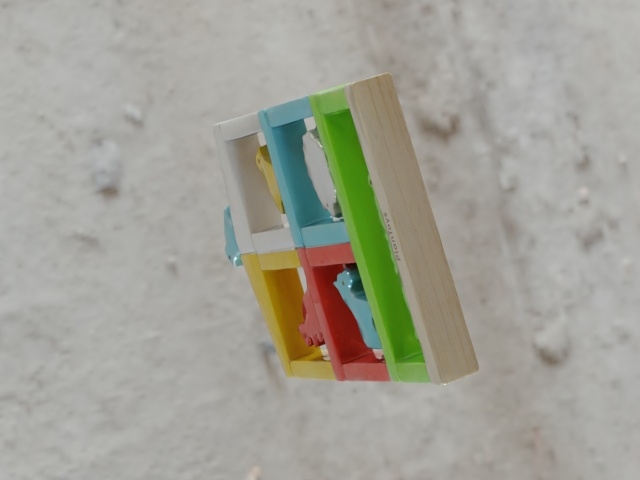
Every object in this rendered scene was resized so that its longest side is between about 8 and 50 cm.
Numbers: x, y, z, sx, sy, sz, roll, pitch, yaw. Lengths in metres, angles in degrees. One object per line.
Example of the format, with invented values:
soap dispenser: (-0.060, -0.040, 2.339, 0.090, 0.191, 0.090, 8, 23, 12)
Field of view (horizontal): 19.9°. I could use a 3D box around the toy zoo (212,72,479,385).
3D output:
toy zoo: (0.000, 0.000, 1.218, 0.030, 0.293, 0.192, -18, 94, -23)
